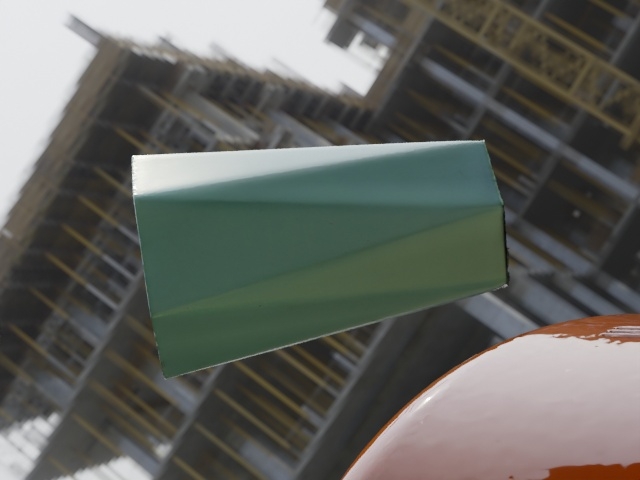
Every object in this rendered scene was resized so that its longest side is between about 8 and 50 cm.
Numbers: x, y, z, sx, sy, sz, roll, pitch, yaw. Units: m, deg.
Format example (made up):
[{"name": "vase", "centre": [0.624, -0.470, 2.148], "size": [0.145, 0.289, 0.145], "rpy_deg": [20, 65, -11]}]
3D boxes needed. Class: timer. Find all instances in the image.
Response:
[{"name": "timer", "centre": [0.159, 0.109, 0.536], "size": [0.250, 0.257, 0.161], "rpy_deg": [3, -93, -55]}]

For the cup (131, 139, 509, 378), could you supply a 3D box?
[{"name": "cup", "centre": [0.000, 0.000, 0.984], "size": [0.148, 0.235, 0.134], "rpy_deg": [-102, 3, -63]}]
